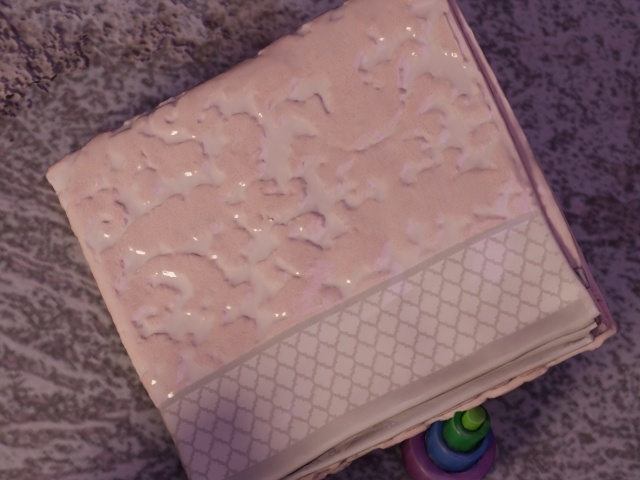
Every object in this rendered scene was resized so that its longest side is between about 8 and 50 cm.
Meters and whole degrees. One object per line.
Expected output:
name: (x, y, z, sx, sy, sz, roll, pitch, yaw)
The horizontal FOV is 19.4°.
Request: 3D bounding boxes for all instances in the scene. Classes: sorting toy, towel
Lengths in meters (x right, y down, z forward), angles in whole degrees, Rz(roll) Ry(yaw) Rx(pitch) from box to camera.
sorting toy: (0.087, -0.001, 1.404, 0.127, 0.126, 0.366, -1, 68, -12)
towel: (0.000, 0.000, 1.345, 0.331, 0.053, 0.317, -27, 69, 5)
